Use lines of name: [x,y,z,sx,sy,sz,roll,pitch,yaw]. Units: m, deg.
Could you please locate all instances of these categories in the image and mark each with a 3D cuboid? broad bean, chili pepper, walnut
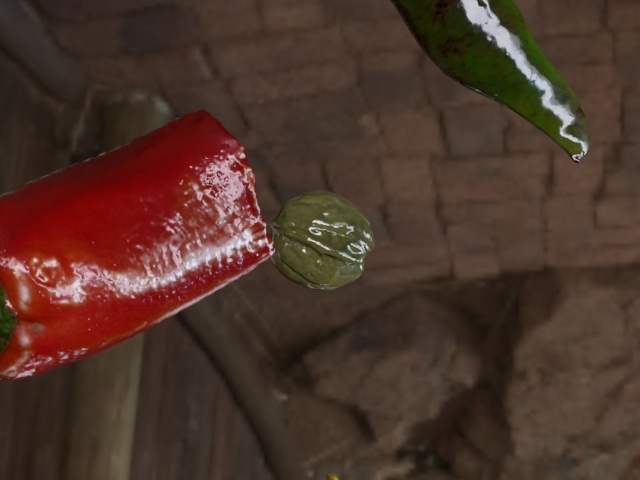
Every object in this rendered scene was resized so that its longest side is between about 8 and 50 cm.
broad bean: [0.084,-0.184,1.066,0.339,0.077,0.061,51,154,-19]
chili pepper: [-0.199,0.028,1.035,0.338,0.134,0.131,-29,-159,-34]
walnut: [0.000,0.000,1.265,0.092,0.092,0.092,4,162,1]

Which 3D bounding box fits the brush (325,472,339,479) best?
brush: [0.041,0.288,0.999,0.013,0.272,0.103,-14,180,-10]
